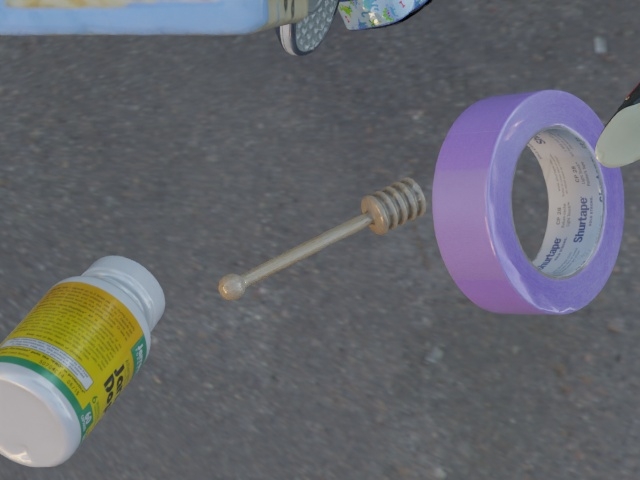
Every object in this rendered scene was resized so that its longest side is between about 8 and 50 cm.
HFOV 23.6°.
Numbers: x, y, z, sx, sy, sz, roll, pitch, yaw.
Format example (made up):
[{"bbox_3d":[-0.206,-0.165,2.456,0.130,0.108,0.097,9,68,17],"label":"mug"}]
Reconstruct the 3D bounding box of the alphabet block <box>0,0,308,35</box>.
[{"bbox_3d":[-0.114,-0.231,1.004,0.193,0.197,0.192,3,102,7],"label":"alphabet block"}]

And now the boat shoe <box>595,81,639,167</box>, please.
[{"bbox_3d":[0.304,-0.119,1.419,0.049,0.042,0.133,43,91,-9],"label":"boat shoe"}]

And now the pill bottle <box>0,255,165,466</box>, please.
[{"bbox_3d":[-0.233,0.107,1.451,0.117,0.117,0.208,52,40,-15],"label":"pill bottle"}]

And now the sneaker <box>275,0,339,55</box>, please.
[{"bbox_3d":[-0.062,-0.305,1.567,0.086,0.163,0.226,-8,102,-54],"label":"sneaker"}]

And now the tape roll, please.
[{"bbox_3d":[0.260,-0.045,1.883,0.275,0.090,0.275,0,90,-44],"label":"tape roll"}]

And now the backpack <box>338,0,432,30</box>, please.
[{"bbox_3d":[0.071,-0.296,1.779,0.114,0.105,0.084,-45,120,-43],"label":"backpack"}]

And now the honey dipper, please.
[{"bbox_3d":[0.000,0.000,1.038,0.160,0.030,0.030,-25,101,-24],"label":"honey dipper"}]
